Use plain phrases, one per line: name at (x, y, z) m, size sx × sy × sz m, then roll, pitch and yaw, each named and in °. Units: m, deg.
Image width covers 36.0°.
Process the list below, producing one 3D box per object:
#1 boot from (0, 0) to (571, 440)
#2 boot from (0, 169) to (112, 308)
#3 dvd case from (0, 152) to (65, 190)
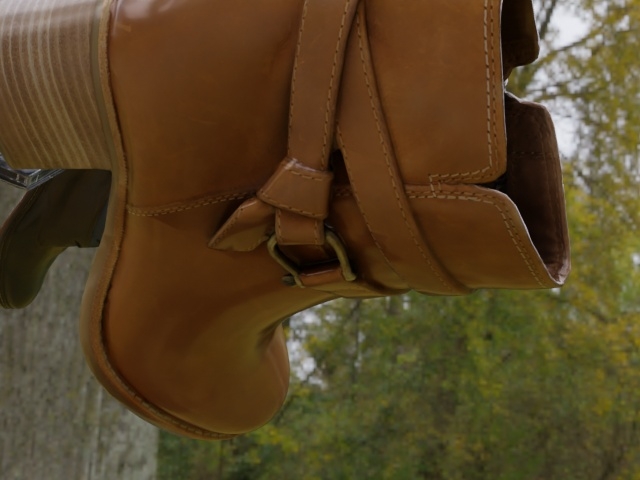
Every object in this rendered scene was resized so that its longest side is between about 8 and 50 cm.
boot at (0.000, 0.000, 0.430) m, size 0.220 × 0.109 × 0.283 m, roll 2°, pitch -51°, yaw 24°
boot at (-0.229, -0.006, 0.905) m, size 0.106 × 0.219 × 0.082 m, roll 29°, pitch 27°, yaw 7°
dvd case at (-0.276, -0.109, 0.788) m, size 0.221 × 0.018 × 0.164 m, roll 21°, pitch 31°, yaw 13°
